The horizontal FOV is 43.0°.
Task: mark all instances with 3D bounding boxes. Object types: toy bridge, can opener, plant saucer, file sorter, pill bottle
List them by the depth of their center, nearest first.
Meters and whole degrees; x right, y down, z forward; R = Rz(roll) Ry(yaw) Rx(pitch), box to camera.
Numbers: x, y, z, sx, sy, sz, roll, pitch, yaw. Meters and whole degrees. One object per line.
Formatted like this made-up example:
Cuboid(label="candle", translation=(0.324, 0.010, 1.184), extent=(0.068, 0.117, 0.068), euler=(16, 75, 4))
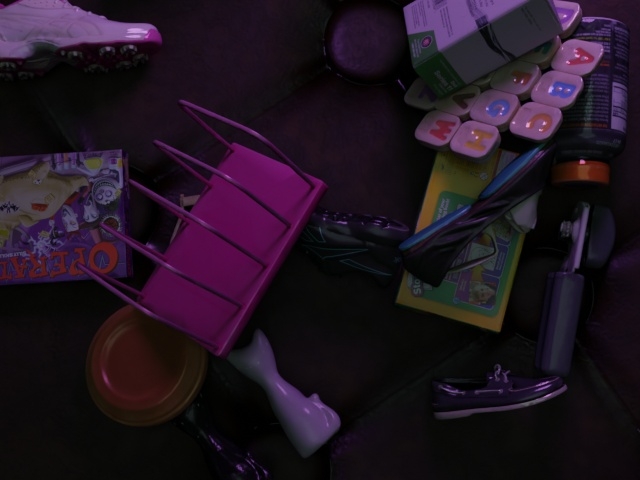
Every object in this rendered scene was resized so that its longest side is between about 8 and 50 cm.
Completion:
Cuboid(label="file sorter", translation=(-0.174, -0.023, 1.153), extent=(0.202, 0.182, 0.291), euler=(27, 83, 37))
Cuboid(label="pill bottle", translation=(0.401, -0.203, 1.244), extent=(0.130, 0.130, 0.246), euler=(4, 85, 2))
Cuboid(label="can opener", translation=(0.391, 0.074, 1.251), extent=(0.093, 0.074, 0.280), euler=(14, 86, 2))
Cuboid(label="plant saucer", translation=(-0.273, 0.185, 1.252), extent=(0.200, 0.037, 0.200), euler=(-4, 70, 10))
Cuboid(label="toy bridge", translation=(-0.208, 0.018, 1.297), extent=(0.063, 0.026, 0.188), euler=(-10, 85, 2))

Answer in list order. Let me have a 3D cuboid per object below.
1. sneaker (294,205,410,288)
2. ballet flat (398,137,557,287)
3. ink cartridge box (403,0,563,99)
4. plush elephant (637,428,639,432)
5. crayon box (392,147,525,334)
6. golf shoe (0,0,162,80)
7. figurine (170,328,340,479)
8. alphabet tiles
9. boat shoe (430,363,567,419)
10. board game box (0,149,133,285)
Cuboid(label="sneaker", translation=(0.000, 0.000, 1.256), extent=(0.267, 0.101, 0.106), euler=(14, 105, 14))
Cuboid(label="ballet flat", translation=(0.244, -0.033, 1.179), extent=(0.280, 0.095, 0.096), euler=(-38, 95, 9))
Cuboid(label="ink cartridge box", translation=(0.238, -0.329, 1.209), extent=(0.208, 0.087, 0.153), euler=(-26, 45, 27))
Cuboid(label="plush elephant", translation=(0.566, 0.416, 1.128), extent=(0.272, 0.255, 0.330), euler=(-19, 85, 0))
Cuboid(label="crayon box", translation=(0.227, -0.010, 1.258), extent=(0.165, 0.081, 0.278), euler=(16, 86, 3))
Cuboid(label="golf shoe", translation=(-0.407, -0.338, 1.290), extent=(0.306, 0.115, 0.140), euler=(-4, 82, 0))
Cuboid(label="figurine", translation=(-0.109, 0.271, 1.249), extent=(0.215, 0.092, 0.209), euler=(-40, 81, -2))
Cuboid(label="alphabet tiles", translation=(0.263, -0.248, 1.216), extent=(0.278, 0.021, 0.284), euler=(28, 80, 43))
Cuboid(label="boat shoe", translation=(0.263, 0.222, 1.225), extent=(0.206, 0.075, 0.065), euler=(-15, 84, 21))
Cuboid(label="board game box", translation=(-0.479, -0.032, 1.300), extent=(0.346, 0.056, 0.208), euler=(-4, 90, 1))
